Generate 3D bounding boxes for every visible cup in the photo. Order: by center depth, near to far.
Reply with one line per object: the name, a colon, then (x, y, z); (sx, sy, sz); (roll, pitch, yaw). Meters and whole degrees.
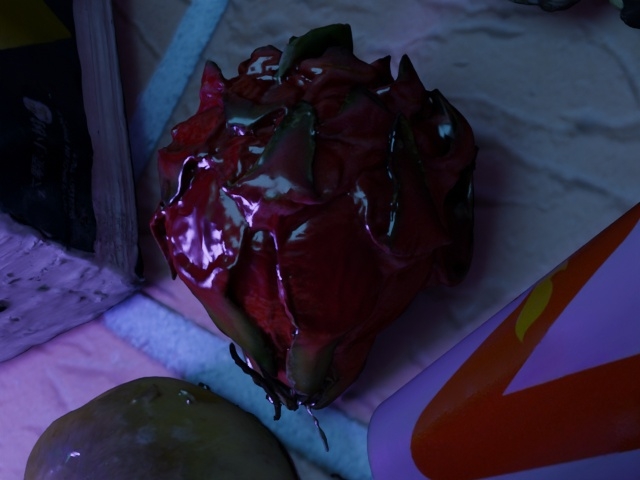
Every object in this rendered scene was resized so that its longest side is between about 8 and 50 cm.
cup: (0.175, 0.088, 1.150); (0.288, 0.203, 0.203); (-36, 54, 32)

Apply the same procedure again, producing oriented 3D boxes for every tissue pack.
tissue pack: (-0.317, -0.128, 1.577); (0.264, 0.253, 0.416); (-25, 57, 29)

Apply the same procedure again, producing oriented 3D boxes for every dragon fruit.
dragon fruit: (0.000, 0.000, 1.327); (0.234, 0.234, 0.293); (-2, 102, 38)

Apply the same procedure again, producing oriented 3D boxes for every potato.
potato: (-0.130, 0.160, 1.417); (0.243, 0.098, 0.138); (-17, 61, 32)

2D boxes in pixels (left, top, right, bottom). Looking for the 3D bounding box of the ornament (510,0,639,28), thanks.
ornament: (0.182, -0.210, 1.331); (0.196, 0.153, 0.166); (43, 103, 17)
